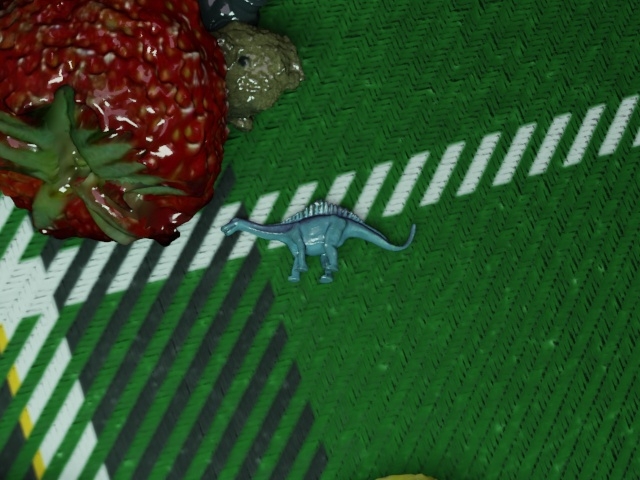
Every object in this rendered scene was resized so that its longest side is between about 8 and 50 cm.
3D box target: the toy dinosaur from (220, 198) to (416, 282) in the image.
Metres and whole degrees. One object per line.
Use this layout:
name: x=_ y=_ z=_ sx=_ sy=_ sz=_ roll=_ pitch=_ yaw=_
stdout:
toy dinosaur: x=0.000 y=0.000 z=1.660 sx=0.197 sy=0.045 sz=0.080 roll=1 pitch=65 yaw=-10

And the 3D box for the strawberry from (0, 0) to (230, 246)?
strawberry: x=-0.201 y=-0.140 z=1.543 sx=0.261 sy=0.261 sz=0.258 roll=25 pitch=52 yaw=-7

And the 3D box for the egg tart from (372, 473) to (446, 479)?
egg tart: x=0.079 y=0.358 z=1.553 sx=0.290 sy=0.115 sz=0.290 roll=3 pitch=77 yaw=-12

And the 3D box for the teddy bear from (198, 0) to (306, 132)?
teddy bear: x=-0.122 y=-0.225 z=1.651 sx=0.251 sy=0.182 sz=0.129 roll=47 pitch=34 yaw=2
